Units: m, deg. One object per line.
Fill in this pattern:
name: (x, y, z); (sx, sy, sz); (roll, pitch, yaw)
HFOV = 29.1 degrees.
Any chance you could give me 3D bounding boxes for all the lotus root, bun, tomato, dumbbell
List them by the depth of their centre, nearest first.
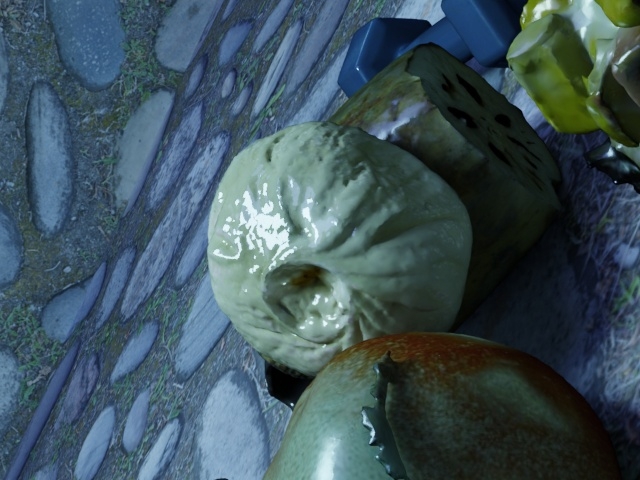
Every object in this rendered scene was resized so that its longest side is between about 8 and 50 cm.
tomato: (0.075, 0.214, 0.945); (0.303, 0.239, 0.303); (-47, 29, 37)
bun: (0.004, 0.009, 1.061); (0.244, 0.244, 0.153); (-54, -14, 26)
lotus root: (0.064, -0.009, 1.237); (0.346, 0.250, 0.250); (-51, 23, 23)
dumbbell: (0.154, -0.234, 1.454); (0.144, 0.160, 0.325); (-40, 7, -31)

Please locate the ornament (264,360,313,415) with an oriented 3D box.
ornament: (0.029, 0.105, 1.429); (0.251, 0.106, 0.260); (-44, 38, 20)

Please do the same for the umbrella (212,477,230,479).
umbrella: (-0.136, 0.367, 1.615); (0.036, 0.031, 0.133); (-53, 23, 34)

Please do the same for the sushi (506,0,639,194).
sushi: (0.280, -0.183, 0.854); (0.327, 0.285, 0.329); (-63, 18, 3)
